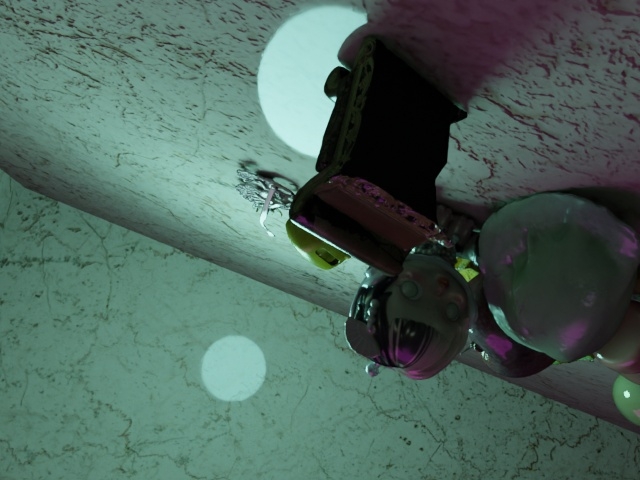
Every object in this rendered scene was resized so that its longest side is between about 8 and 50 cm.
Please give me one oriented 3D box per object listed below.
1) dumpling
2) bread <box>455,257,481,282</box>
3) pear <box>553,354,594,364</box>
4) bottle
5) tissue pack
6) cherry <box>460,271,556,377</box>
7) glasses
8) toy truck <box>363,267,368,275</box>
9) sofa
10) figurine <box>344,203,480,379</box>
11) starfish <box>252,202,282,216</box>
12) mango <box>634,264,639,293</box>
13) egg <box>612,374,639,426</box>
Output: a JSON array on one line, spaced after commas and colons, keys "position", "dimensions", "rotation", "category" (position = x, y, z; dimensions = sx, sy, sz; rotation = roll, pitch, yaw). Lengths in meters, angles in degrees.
[{"position": [0.422, 0.075, 0.961], "dimensions": [0.211, 0.321, 0.270], "rotation": [11, -158, -27], "category": "dumpling"}, {"position": [0.392, 0.084, 1.340], "dimensions": [0.187, 0.066, 0.103], "rotation": [29, 166, -31], "category": "bread"}, {"position": [0.556, 0.214, 1.427], "dimensions": [0.239, 0.139, 0.288], "rotation": [23, 163, 4], "category": "pear"}, {"position": [0.678, 0.198, 1.111], "dimensions": [0.296, 0.207, 0.173], "rotation": [18, 168, -26], "category": "bottle"}, {"position": [0.000, 0.000, 1.423], "dimensions": [0.178, 0.123, 0.127], "rotation": [40, -164, -50], "category": "tissue pack"}, {"position": [0.435, 0.163, 1.197], "dimensions": [0.307, 0.221, 0.261], "rotation": [-29, 120, 14], "category": "cherry"}, {"position": [-0.156, -0.102, 1.398], "dimensions": [0.162, 0.095, 0.255], "rotation": [30, 163, 1], "category": "glasses"}, {"position": [0.178, 0.115, 1.803], "dimensions": [0.039, 0.044, 0.083], "rotation": [37, 178, 41], "category": "toy truck"}, {"position": [0.065, -0.104, 0.746], "dimensions": [0.200, 0.259, 0.182], "rotation": [29, 150, -30], "category": "sofa"}, {"position": [0.207, 0.105, 1.108], "dimensions": [0.253, 0.362, 0.211], "rotation": [20, 156, 6], "category": "figurine"}, {"position": [-0.149, -0.089, 1.558], "dimensions": [0.091, 0.028, 0.078], "rotation": [18, 171, 2], "category": "starfish"}, {"position": [0.616, 0.073, 0.921], "dimensions": [0.194, 0.092, 0.130], "rotation": [13, 166, 45], "category": "mango"}, {"position": [0.995, 0.472, 1.636], "dimensions": [0.241, 0.186, 0.186], "rotation": [18, 167, -11], "category": "egg"}]
